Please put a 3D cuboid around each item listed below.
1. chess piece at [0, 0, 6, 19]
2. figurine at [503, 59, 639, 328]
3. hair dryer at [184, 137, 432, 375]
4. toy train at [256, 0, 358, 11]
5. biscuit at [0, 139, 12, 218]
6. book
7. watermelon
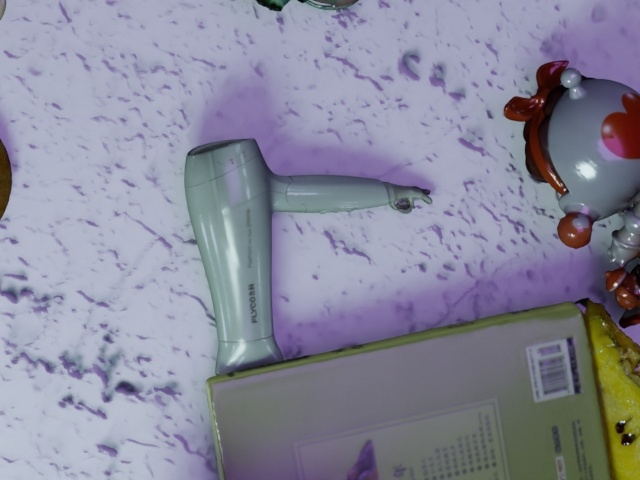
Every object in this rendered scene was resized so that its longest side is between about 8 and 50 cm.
[{"bbox_3d":[-0.241,-0.349,1.495,0.117,0.117,0.397,29,78,-14],"label":"chess piece"},{"bbox_3d":[0.265,-0.066,1.632,0.226,0.160,0.183,40,76,-3],"label":"figurine"},{"bbox_3d":[0.000,0.000,1.590,0.237,0.075,0.206,-13,99,-25],"label":"hair dryer"},{"bbox_3d":[0.013,-0.349,1.564,0.221,0.150,0.304,45,78,0],"label":"toy train"},{"bbox_3d":[-0.372,-0.042,1.480,0.236,0.039,0.179,-14,91,-19],"label":"biscuit"},{"bbox_3d":[0.086,0.200,1.590,0.352,0.035,0.239,-11,99,-13],"label":"book"},{"bbox_3d":[0.318,0.191,1.625,0.123,0.129,0.301,-35,70,-12],"label":"watermelon"}]
